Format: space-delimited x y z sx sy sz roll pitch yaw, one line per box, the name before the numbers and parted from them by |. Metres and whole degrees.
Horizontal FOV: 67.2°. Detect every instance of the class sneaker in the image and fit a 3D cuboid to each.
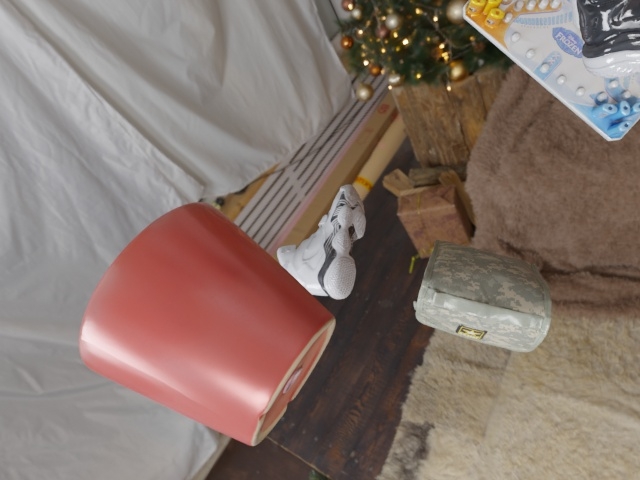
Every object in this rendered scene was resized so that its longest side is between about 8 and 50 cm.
sneaker | 0.000 0.000 1.369 0.210 0.137 0.365 -8 53 28
sneaker | 0.355 -0.280 0.432 0.269 0.153 0.101 -32 27 18

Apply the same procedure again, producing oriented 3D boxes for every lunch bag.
lunch bag | 0.322 0.116 0.984 0.235 0.168 0.287 15 13 15

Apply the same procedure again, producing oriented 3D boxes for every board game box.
board game box | 0.539 -0.455 0.892 0.390 0.390 0.050 -48 -3 3

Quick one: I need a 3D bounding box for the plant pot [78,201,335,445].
plant pot | -0.131 0.124 0.657 0.243 0.275 0.275 31 67 12
